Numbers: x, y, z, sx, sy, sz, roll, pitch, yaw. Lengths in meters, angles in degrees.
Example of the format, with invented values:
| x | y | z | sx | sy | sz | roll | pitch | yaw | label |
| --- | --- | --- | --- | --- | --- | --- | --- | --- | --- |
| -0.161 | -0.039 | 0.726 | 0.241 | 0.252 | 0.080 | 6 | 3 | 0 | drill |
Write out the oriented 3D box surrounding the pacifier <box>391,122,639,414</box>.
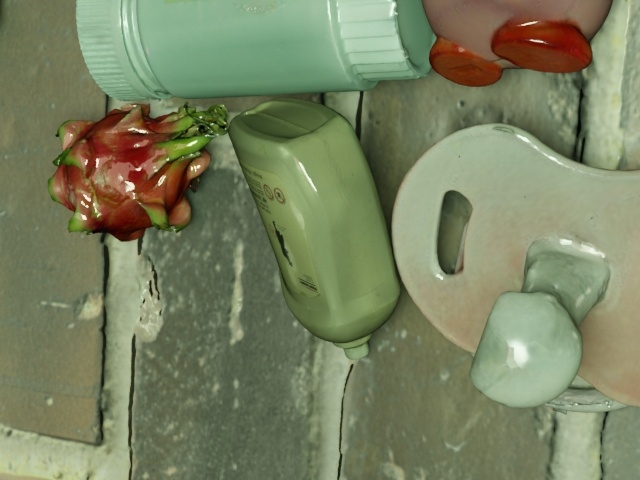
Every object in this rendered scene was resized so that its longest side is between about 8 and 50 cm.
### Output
| x | y | z | sx | sy | sz | roll | pitch | yaw | label |
| --- | --- | --- | --- | --- | --- | --- | --- | --- | --- |
| 0.203 | 0.035 | 1.033 | 0.332 | 0.273 | 0.221 | 18 | 88 | 21 | pacifier |

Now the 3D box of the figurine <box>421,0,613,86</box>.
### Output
| x | y | z | sx | sy | sz | roll | pitch | yaw | label |
| --- | --- | --- | --- | --- | --- | --- | --- | --- | --- |
| 0.167 | -0.227 | 1.039 | 0.173 | 0.173 | 0.173 | 3 | 98 | 23 | figurine |

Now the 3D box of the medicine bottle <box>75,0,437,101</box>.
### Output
| x | y | z | sx | sy | sz | roll | pitch | yaw | label |
| --- | --- | --- | --- | --- | --- | --- | --- | --- | --- |
| -0.054 | -0.213 | 1.139 | 0.318 | 0.158 | 0.158 | 1 | 98 | 24 | medicine bottle |

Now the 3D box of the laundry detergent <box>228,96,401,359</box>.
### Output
| x | y | z | sx | sy | sz | roll | pitch | yaw | label |
| --- | --- | --- | --- | --- | --- | --- | --- | --- | --- |
| 0.000 | 0.000 | 1.143 | 0.181 | 0.091 | 0.253 | 27 | 140 | 55 | laundry detergent |

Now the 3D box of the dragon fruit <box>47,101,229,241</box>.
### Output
| x | y | z | sx | sy | sz | roll | pitch | yaw | label |
| --- | --- | --- | --- | --- | --- | --- | --- | --- | --- |
| -0.172 | -0.070 | 1.214 | 0.235 | 0.135 | 0.137 | -7 | 95 | 35 | dragon fruit |
